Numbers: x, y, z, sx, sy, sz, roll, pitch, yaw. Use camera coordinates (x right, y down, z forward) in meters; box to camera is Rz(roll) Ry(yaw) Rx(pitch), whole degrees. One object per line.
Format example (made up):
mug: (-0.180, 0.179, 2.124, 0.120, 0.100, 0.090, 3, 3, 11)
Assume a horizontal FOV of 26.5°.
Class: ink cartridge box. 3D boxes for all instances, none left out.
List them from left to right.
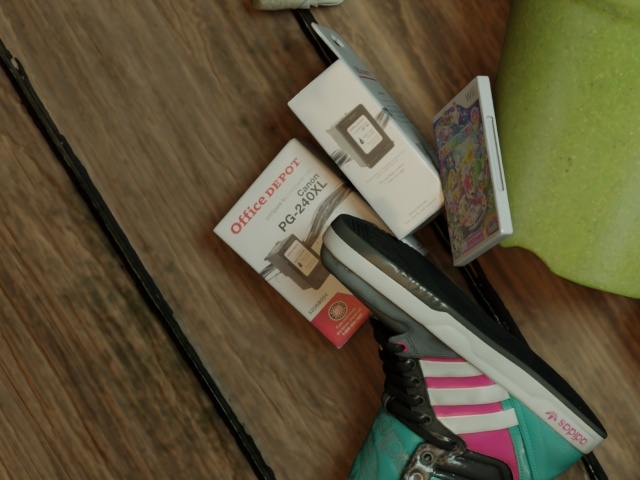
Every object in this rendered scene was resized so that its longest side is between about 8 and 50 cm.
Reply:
ink cartridge box: (0.000, 0.000, 1.153, 0.150, 0.063, 0.109, 42, 100, 5)
ink cartridge box: (0.038, -0.090, 1.120, 0.060, 0.104, 0.180, -40, 85, 12)

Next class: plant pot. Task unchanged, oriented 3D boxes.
plant pot: (0.236, -0.104, 1.021, 0.276, 0.276, 0.254, 21, 109, 9)

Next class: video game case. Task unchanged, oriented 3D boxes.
video game case: (0.112, -0.050, 1.017, 0.011, 0.087, 0.122, -1, 73, -19)

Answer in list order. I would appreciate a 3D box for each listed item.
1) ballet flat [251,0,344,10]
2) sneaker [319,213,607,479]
ballet flat: (0.020, -0.228, 1.142, 0.168, 0.057, 0.052, -31, 97, 11)
sneaker: (0.071, 0.125, 1.095, 0.295, 0.124, 0.178, 40, 101, -18)
